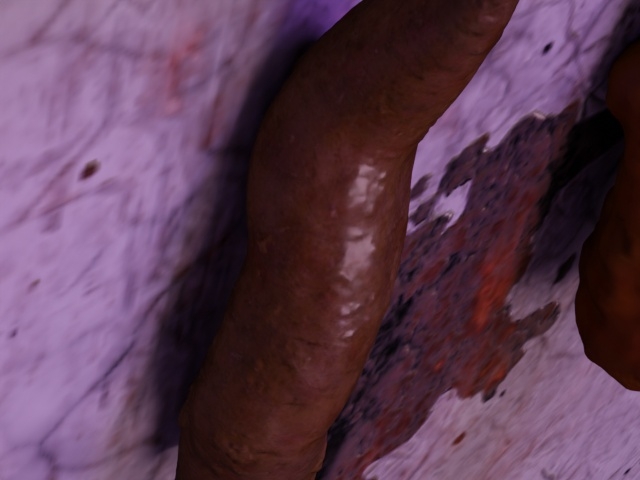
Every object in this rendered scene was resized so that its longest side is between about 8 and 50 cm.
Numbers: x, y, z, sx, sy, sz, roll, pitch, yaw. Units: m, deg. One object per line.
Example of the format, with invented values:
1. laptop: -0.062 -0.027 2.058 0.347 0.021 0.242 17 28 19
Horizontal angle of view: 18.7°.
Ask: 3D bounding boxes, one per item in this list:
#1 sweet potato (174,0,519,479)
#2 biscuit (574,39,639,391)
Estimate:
1. sweet potato: 0.000 0.000 0.637 0.067 0.059 0.281 -86 -169 -48
2. biscuit: 0.253 0.009 0.764 0.110 0.312 0.318 -28 147 -40
